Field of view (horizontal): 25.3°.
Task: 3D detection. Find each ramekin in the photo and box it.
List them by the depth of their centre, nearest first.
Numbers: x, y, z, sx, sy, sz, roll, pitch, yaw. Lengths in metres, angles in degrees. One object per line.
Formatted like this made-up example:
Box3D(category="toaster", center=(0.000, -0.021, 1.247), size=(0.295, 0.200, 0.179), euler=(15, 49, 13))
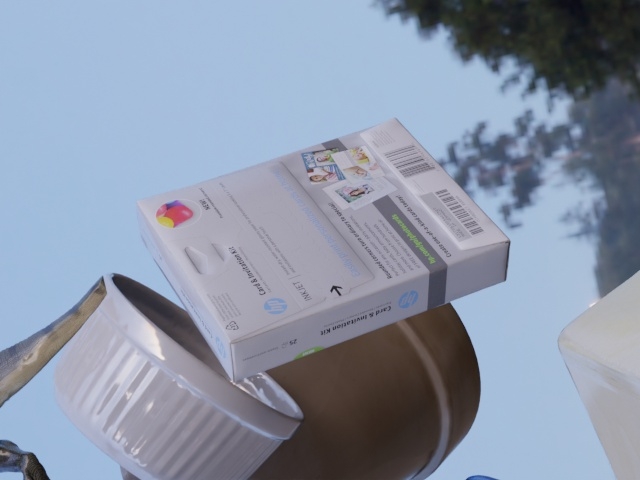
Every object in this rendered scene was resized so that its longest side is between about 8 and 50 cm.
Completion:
Box3D(category="ramekin", center=(-0.127, 0.129, 1.197), size=(0.207, 0.109, 0.207), euler=(37, -179, -1))

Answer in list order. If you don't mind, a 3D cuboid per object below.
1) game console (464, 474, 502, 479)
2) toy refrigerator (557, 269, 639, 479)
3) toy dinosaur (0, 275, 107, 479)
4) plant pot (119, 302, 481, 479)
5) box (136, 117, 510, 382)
Box3D(category="game console", center=(0.233, 0.305, 0.976), size=(0.250, 0.293, 0.173), euler=(31, -102, -28))
Box3D(category="toy refrigerator", center=(0.212, 0.004, 0.449), size=(0.094, 0.269, 0.102), euler=(27, 149, 60))
Box3D(category="toy dinosaur", center=(-0.226, 0.132, 0.887), size=(0.064, 0.268, 0.118), euler=(11, -126, -65))
Box3D(category="plant pot", center=(-0.046, 0.178, 1.437), size=(0.280, 0.323, 0.323), euler=(-43, -59, -41))
Box3D(category="box", center=(0.000, 0.000, 0.880), size=(0.145, 0.186, 0.038), euler=(51, 152, 43))
